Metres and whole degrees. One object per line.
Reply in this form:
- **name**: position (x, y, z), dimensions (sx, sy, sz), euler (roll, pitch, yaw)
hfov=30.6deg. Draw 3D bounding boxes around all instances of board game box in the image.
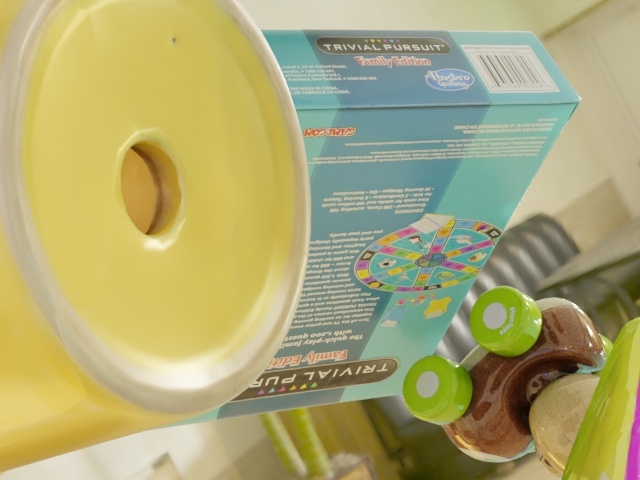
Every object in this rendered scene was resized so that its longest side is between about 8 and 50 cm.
- **board game box**: position (0.000, 0.000, 0.854), dimensions (0.253, 0.079, 0.336), euler (-4, -40, -26)

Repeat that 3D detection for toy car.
- **toy car**: position (0.184, 0.150, 0.891), dimensions (0.155, 0.188, 0.149), euler (25, -67, -45)

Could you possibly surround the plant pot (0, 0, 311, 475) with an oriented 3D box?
- **plant pot**: position (-0.146, -0.010, 0.453), dimensions (0.239, 0.254, 0.254), euler (-6, 12, 33)

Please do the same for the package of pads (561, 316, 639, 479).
- **package of pads**: position (0.123, 0.206, 0.473), dimensions (0.101, 0.297, 0.229), euler (15, 32, 12)
